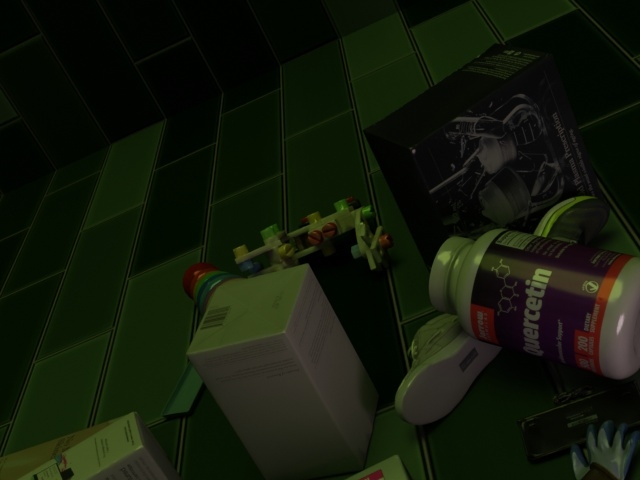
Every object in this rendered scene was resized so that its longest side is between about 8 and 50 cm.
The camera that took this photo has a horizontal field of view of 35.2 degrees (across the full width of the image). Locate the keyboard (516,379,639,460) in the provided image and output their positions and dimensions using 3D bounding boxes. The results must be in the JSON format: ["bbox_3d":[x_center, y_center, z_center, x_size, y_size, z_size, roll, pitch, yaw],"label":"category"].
[{"bbox_3d":[0.373,0.251,1.441,0.180,0.023,0.108,-21,34,12],"label":"keyboard"}]

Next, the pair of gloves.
[{"bbox_3d":[0.420,0.291,1.309,0.198,0.023,0.159,-12,38,28],"label":"pair of gloves"}]

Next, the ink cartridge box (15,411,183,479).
[{"bbox_3d":[-0.359,0.437,1.596,0.278,0.201,0.117,-30,26,-5],"label":"ink cartridge box"}]

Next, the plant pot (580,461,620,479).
[{"bbox_3d":[0.308,0.371,1.150,0.165,0.167,0.167,-39,28,-4],"label":"plant pot"}]

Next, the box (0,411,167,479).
[{"bbox_3d":[-0.440,0.430,1.775,0.311,0.121,0.148,-21,27,14],"label":"box"}]

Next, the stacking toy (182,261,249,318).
[{"bbox_3d":[-0.218,0.119,2.131,0.141,0.141,0.330,-35,21,-14],"label":"stacking toy"}]

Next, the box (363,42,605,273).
[{"bbox_3d":[0.302,-0.123,1.814,0.313,0.343,0.179,-34,28,-11],"label":"box"}]

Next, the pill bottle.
[{"bbox_3d":[0.333,0.085,1.522,0.323,0.181,0.181,13,46,34],"label":"pill bottle"}]

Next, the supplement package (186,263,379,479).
[{"bbox_3d":[-0.051,0.217,1.595,0.175,0.293,0.177,-16,29,22],"label":"supplement package"}]

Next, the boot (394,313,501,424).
[{"bbox_3d":[0.184,0.204,1.643,0.258,0.095,0.123,-35,20,-33],"label":"boot"}]

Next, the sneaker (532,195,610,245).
[{"bbox_3d":[0.408,0.041,1.713,0.300,0.111,0.121,-45,41,-19],"label":"sneaker"}]

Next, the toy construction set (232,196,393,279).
[{"bbox_3d":[0.000,0.000,2.093,0.328,0.151,0.215,-8,8,21],"label":"toy construction set"}]

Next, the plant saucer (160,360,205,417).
[{"bbox_3d":[-0.250,0.278,1.984,0.067,0.018,0.192,-14,29,26],"label":"plant saucer"}]

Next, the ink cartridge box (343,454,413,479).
[{"bbox_3d":[0.023,0.443,1.389,0.275,0.060,0.239,-27,25,2],"label":"ink cartridge box"}]
